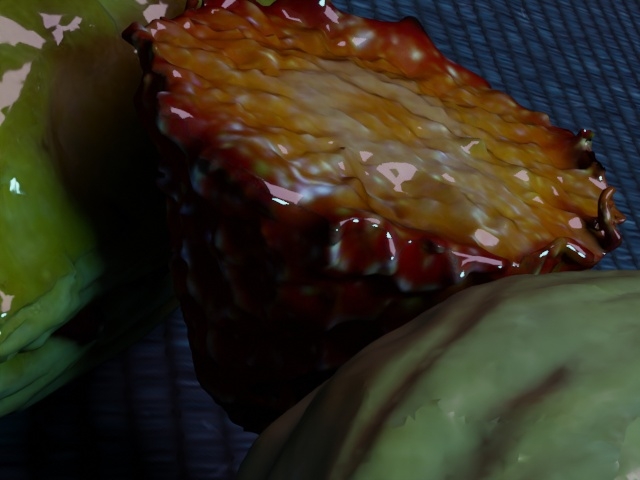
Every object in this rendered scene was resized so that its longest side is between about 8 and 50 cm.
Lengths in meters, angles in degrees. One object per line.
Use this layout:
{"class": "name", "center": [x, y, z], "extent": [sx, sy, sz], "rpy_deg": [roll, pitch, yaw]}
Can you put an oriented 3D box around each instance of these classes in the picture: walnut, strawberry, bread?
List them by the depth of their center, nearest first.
{"class": "walnut", "center": [0.103, 0.186, 0.714], "extent": [0.381, 0.381, 0.381], "rpy_deg": [34, 27, -20]}
{"class": "strawberry", "center": [0.000, 0.000, 0.846], "extent": [0.234, 0.178, 0.234], "rpy_deg": [18, 27, -10]}
{"class": "bread", "center": [-0.155, -0.094, 0.952], "extent": [0.314, 0.191, 0.370], "rpy_deg": [49, 28, 9]}
